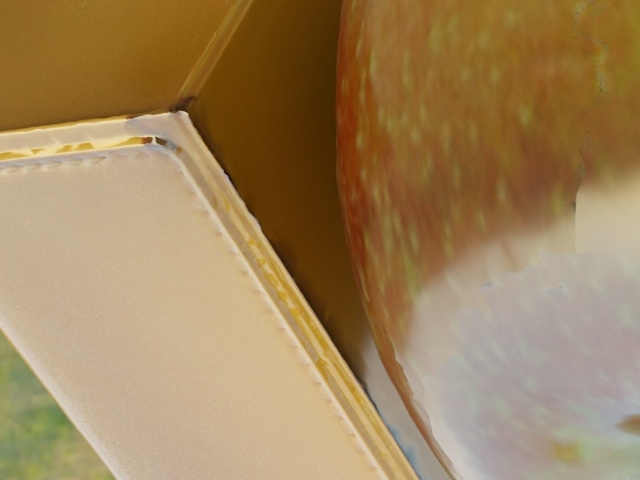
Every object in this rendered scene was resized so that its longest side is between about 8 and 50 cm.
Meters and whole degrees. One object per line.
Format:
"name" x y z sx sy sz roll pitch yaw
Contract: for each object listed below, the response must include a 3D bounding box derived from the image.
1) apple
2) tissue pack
"apple" 0.152 -0.028 0.455 0.319 0.319 0.277 -29 -162 47
"tissue pack" 0.000 0.000 0.656 0.145 0.194 0.274 -3 133 34
